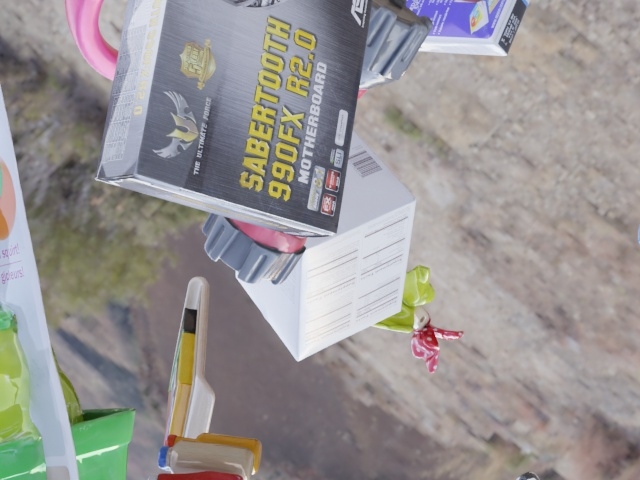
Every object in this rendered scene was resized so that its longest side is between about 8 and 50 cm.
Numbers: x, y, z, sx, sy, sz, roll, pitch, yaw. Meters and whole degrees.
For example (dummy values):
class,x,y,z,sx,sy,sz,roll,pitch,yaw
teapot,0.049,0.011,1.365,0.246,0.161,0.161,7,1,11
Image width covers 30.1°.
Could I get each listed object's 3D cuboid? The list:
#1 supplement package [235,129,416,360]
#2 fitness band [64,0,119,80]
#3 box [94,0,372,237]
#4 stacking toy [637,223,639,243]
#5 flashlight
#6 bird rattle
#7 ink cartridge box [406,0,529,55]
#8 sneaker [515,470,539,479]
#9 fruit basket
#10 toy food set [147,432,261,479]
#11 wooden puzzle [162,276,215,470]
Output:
class,x,y,z,sx,sy,sz,roll,pitch,yaw
supplement package,0.000,0.000,1.795,0.199,0.198,0.263,51,154,33
fitness band,-0.121,-0.264,1.230,0.054,0.290,0.209,59,165,30
box,-0.054,-0.133,0.862,0.183,0.231,0.056,17,168,-40
stacking toy,0.527,0.011,1.331,0.302,0.166,0.175,41,-155,23
flashlight,-0.002,-0.097,1.137,0.103,0.304,0.103,38,-157,8
bird rattle,0.146,0.104,2.091,0.207,0.143,0.253,42,-178,35
ink cartridge box,0.184,-0.338,1.533,0.208,0.206,0.045,14,165,41
sneaker,0.316,0.385,1.745,0.044,0.040,0.109,-125,12,-60
fruit basket,-0.271,0.076,0.833,0.327,0.165,0.353,-11,96,52
toy food set,-0.133,0.291,1.233,0.104,0.232,0.111,6,143,6
wooden puzzle,-0.182,0.200,1.592,0.239,0.044,0.221,-102,22,-54
